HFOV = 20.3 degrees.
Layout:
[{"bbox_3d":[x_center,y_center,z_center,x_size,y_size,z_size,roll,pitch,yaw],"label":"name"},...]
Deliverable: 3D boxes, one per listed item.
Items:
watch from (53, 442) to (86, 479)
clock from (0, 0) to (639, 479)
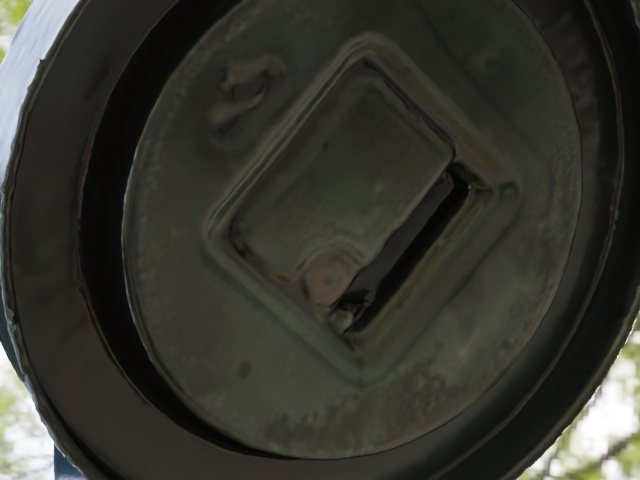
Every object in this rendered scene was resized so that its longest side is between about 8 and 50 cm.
[{"bbox_3d":[-0.175,0.108,1.501,0.196,0.171,0.200,-69,-16,-67],"label":"watch"},{"bbox_3d":[0.006,-0.018,0.770,0.319,0.066,0.319,-9,-70,-26],"label":"clock"}]
